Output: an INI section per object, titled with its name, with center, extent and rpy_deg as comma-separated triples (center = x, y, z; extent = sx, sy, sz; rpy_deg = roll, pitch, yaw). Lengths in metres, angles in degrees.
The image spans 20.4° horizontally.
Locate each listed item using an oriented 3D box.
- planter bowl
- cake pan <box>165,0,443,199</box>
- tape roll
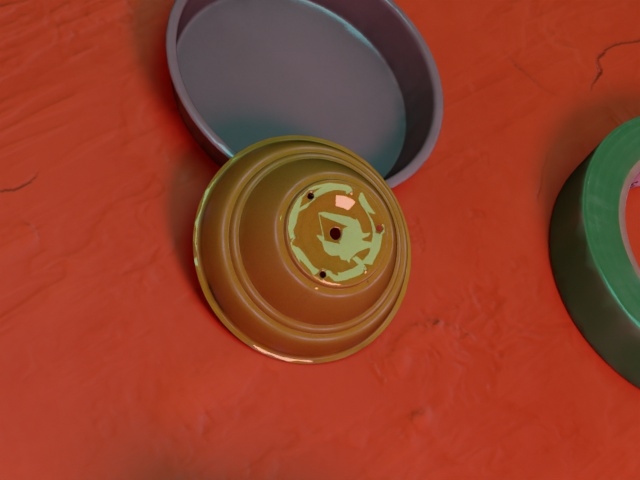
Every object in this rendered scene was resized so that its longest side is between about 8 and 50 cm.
[planter bowl]
center = 0.000, 0.000, 1.617
extent = 0.217, 0.090, 0.217
rpy_deg = 4, 78, -20
[cake pan]
center = -0.020, -0.157, 1.764
extent = 0.293, 0.054, 0.293
rpy_deg = 11, 57, -18
[tape roll]
center = 0.394, 0.021, 1.834
extent = 0.321, 0.077, 0.321
rpy_deg = 12, 57, -18
